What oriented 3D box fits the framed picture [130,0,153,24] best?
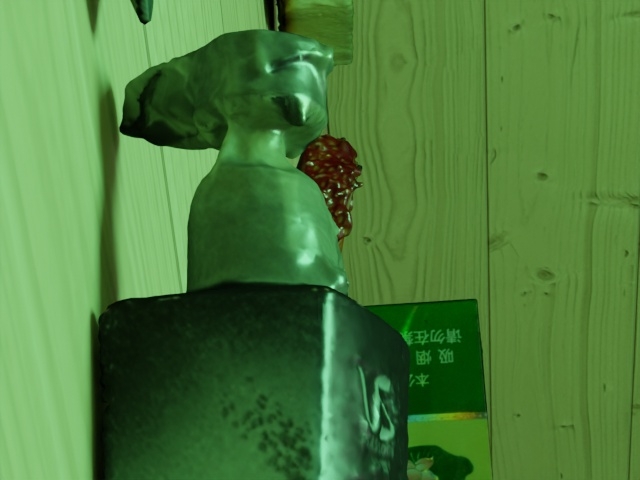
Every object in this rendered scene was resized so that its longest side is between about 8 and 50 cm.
[{"bbox_3d":[-0.051,-0.214,0.376,0.216,0.016,0.273,-93,179,-51],"label":"framed picture"}]

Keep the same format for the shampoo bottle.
[{"bbox_3d":[-0.015,0.056,0.364,0.057,0.063,0.208,56,30,-66],"label":"shampoo bottle"}]

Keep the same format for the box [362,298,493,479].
[{"bbox_3d":[0.054,0.157,1.243,0.034,0.132,0.235,84,4,-67],"label":"box"}]

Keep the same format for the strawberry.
[{"bbox_3d":[-0.003,-0.001,1.156,0.104,0.048,0.152,97,6,-58],"label":"strawberry"}]

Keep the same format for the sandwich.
[{"bbox_3d":[-0.010,-0.214,1.200,0.162,0.058,0.193,88,-3,-74],"label":"sandwich"}]
